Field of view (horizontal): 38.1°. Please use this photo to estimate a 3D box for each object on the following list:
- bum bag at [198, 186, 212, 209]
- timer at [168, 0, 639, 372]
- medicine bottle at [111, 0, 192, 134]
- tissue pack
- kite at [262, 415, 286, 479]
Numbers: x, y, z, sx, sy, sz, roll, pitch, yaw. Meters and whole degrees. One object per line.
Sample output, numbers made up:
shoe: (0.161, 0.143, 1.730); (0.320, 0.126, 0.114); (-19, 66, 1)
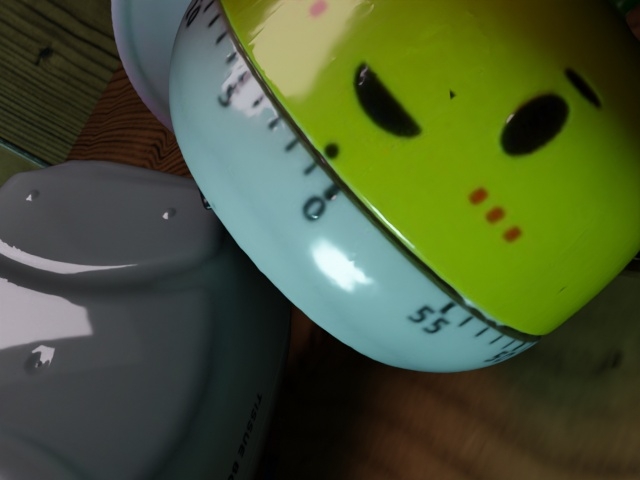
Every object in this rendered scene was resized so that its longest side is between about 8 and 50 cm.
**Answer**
bum bag: (0.000, 0.000, 0.620); (0.060, 0.232, 0.106); (-32, 67, 15)
timer: (0.087, -0.095, 0.477); (0.285, 0.285, 0.285); (-44, 28, 31)
medicine bottle: (-0.030, -0.203, 0.755); (0.256, 0.256, 0.325); (-51, 11, 20)
tissue pack: (-0.154, 0.130, 0.635); (0.230, 0.236, 0.333); (8, 56, 17)
kite: (-0.078, 0.250, 0.692); (0.141, 0.015, 0.245); (-25, 41, 51)
